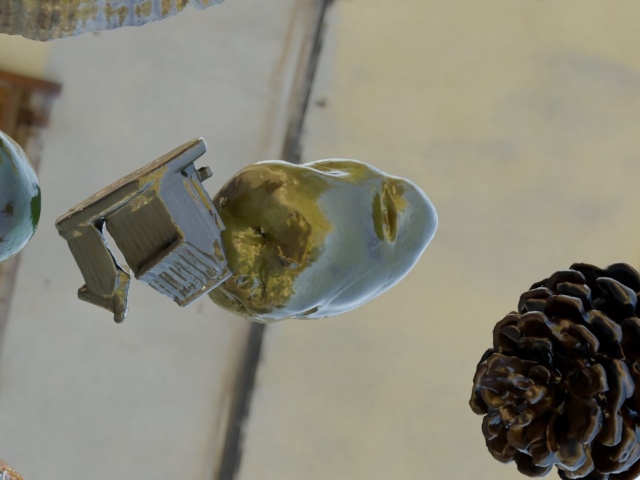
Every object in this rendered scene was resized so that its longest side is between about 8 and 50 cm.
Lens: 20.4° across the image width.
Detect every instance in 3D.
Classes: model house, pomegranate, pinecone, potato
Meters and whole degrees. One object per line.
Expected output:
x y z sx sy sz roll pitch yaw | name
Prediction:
-0.211 -0.001 2.187 0.229 0.122 0.188 -28 -96 17 | model house
-0.387 -0.067 1.879 0.180 0.180 0.210 -41 -119 57 | pomegranate
0.262 0.135 1.747 0.224 0.272 0.224 14 -71 45 | pinecone
0.002 -0.001 2.339 0.202 0.351 0.218 25 -65 53 | potato

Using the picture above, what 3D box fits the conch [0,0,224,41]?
-0.229 -0.310 1.543 0.210 0.352 0.297 75 33 -42 | conch

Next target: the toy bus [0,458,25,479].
-0.324 0.250 1.500 0.162 0.069 0.074 -49 -167 4 | toy bus
